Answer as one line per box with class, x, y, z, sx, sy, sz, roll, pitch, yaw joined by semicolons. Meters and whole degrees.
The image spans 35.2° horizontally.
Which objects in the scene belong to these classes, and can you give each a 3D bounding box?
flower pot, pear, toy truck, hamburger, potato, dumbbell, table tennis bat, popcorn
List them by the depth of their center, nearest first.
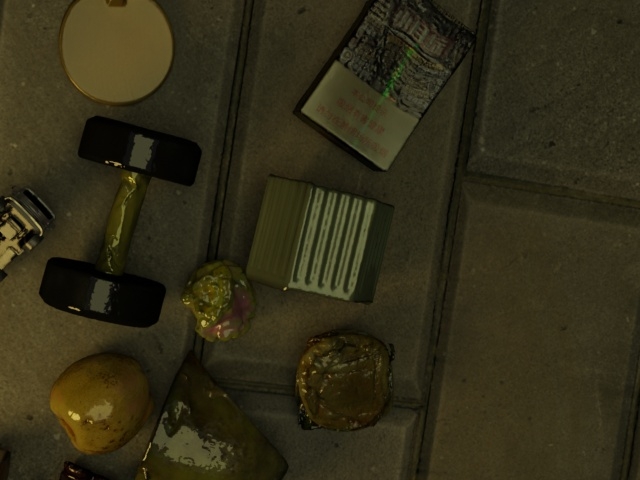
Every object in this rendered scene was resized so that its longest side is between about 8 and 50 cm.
toy truck;-0.538;0.001;1.675;0.216;0.116;0.110;-39;102;21
dumbbell;-0.334;-0.032;1.693;0.203;0.204;0.322;15;91;-13
pear;-0.371;0.276;1.734;0.178;0.178;0.178;-1;94;-12
table tennis bat;-0.354;-0.394;1.744;0.198;0.050;0.321;-3;98;-13
flower pot;0.000;0.000;1.764;0.209;0.239;0.190;14;92;19
potato;-0.169;0.363;1.774;0.255;0.112;0.269;23;81;-7
popcorn;-0.176;0.105;1.778;0.125;0.126;0.145;-23;104;-17
hamburger;0.044;0.253;1.848;0.183;0.130;0.206;-2;113;-11

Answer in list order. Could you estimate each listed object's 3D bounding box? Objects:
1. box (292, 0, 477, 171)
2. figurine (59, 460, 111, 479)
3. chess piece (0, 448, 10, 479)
box;0.117;-0.302;1.835;0.198;0.084;0.310;34;86;-12
figurine;-0.452;0.575;1.704;0.218;0.206;0.365;30;85;-27
chess piece;-0.666;0.397;1.693;0.261;0.143;0.143;14;91;-6
